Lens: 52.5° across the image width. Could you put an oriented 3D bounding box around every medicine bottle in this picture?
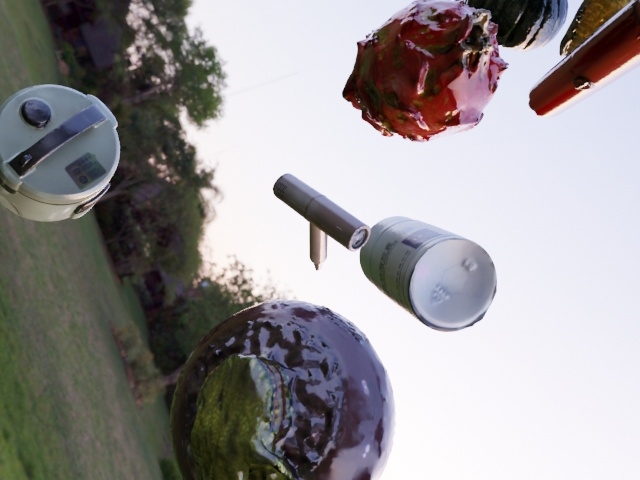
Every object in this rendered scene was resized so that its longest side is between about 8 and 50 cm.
[{"bbox_3d":[0.215,0.059,1.387,0.332,0.190,0.190,-145,-146,-73],"label":"medicine bottle"}]

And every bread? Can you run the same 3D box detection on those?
[{"bbox_3d":[0.565,-0.419,1.150,0.162,0.204,0.262,46,-8,14],"label":"bread"}]

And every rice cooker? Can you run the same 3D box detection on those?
[{"bbox_3d":[-0.481,-0.153,1.168,0.244,0.226,0.226,-27,-94,56],"label":"rice cooker"}]

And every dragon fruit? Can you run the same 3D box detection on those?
[{"bbox_3d":[0.158,-0.240,0.903,0.210,0.205,0.268,36,-20,-13],"label":"dragon fruit"}]

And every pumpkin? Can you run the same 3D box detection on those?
[{"bbox_3d":[0.418,-0.503,1.388,0.220,0.220,0.162,59,-37,28],"label":"pumpkin"}]

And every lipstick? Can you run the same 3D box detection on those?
[{"bbox_3d":[0.368,-0.237,0.864,0.280,0.073,0.073,134,-67,-79],"label":"lipstick"}]

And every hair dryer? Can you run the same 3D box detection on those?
[{"bbox_3d":[0.008,0.008,1.151,0.195,0.053,0.220,36,-29,34],"label":"hair dryer"}]

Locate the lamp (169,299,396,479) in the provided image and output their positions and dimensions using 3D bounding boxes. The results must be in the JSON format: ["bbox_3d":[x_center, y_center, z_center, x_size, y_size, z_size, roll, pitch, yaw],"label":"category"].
[{"bbox_3d":[-0.031,0.113,0.425,0.157,0.156,0.135,43,-1,36],"label":"lamp"}]
